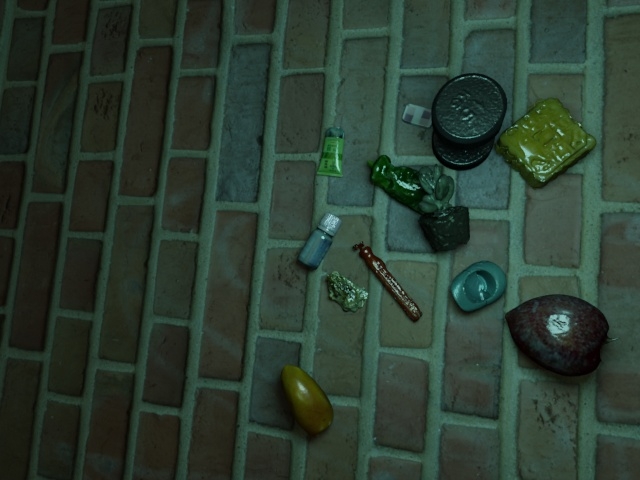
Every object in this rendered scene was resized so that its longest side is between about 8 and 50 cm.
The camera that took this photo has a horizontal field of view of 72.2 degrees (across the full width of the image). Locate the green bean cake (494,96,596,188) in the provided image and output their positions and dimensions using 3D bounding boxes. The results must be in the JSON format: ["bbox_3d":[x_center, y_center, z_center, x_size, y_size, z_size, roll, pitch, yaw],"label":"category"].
[{"bbox_3d":[0.703,-0.307,1.387,0.229,0.131,0.224,-38,76,7],"label":"green bean cake"}]

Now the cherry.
[{"bbox_3d":[0.697,0.271,1.292,0.300,0.203,0.231,15,89,29],"label":"cherry"}]

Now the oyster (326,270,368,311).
[{"bbox_3d":[0.080,0.181,1.528,0.165,0.053,0.108,37,104,8],"label":"oyster"}]

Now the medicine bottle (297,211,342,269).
[{"bbox_3d":[0.000,0.000,1.549,0.083,0.083,0.203,32,93,15],"label":"medicine bottle"}]

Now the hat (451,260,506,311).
[{"bbox_3d":[0.500,0.149,1.418,0.190,0.078,0.138,-26,86,-9],"label":"hat"}]

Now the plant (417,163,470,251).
[{"bbox_3d":[0.374,-0.104,1.386,0.149,0.146,0.275,-32,117,-18],"label":"plant"}]

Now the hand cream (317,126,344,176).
[{"bbox_3d":[0.044,-0.322,1.594,0.095,0.046,0.175,8,88,12],"label":"hand cream"}]

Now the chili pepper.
[{"bbox_3d":[0.273,-0.205,1.502,0.270,0.099,0.136,30,117,9],"label":"chili pepper"}]

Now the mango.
[{"bbox_3d":[-0.052,0.526,1.476,0.126,0.154,0.252,-31,91,1],"label":"mango"}]

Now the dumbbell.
[{"bbox_3d":[0.446,-0.350,1.356,0.203,0.322,0.204,-2,84,14],"label":"dumbbell"}]

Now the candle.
[{"bbox_3d":[0.232,0.134,1.498,0.051,0.048,0.329,-43,77,20],"label":"candle"}]

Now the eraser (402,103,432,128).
[{"bbox_3d":[0.346,-0.436,1.543,0.105,0.026,0.065,20,91,15],"label":"eraser"}]
